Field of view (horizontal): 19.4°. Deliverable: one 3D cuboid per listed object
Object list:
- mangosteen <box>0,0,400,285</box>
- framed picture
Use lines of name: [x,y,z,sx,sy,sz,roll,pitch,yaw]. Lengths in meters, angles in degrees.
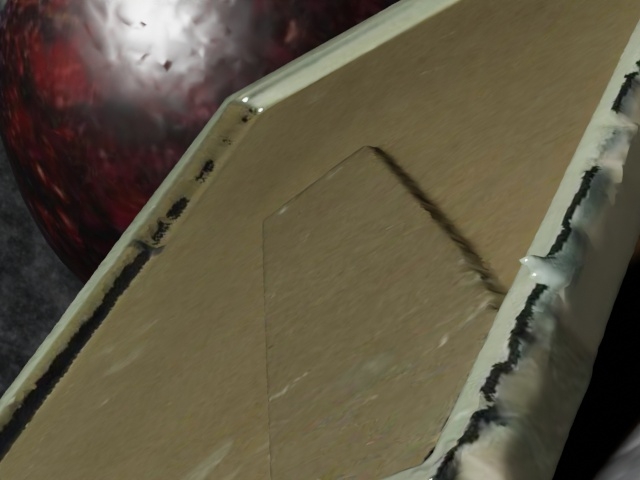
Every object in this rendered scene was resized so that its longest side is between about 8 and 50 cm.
mangosteen: [0.011,-0.082,0.826,0.300,0.300,0.300,-35,0,0]
framed picture: [0.000,0.000,0.497,0.232,0.024,0.315,-26,20,37]
